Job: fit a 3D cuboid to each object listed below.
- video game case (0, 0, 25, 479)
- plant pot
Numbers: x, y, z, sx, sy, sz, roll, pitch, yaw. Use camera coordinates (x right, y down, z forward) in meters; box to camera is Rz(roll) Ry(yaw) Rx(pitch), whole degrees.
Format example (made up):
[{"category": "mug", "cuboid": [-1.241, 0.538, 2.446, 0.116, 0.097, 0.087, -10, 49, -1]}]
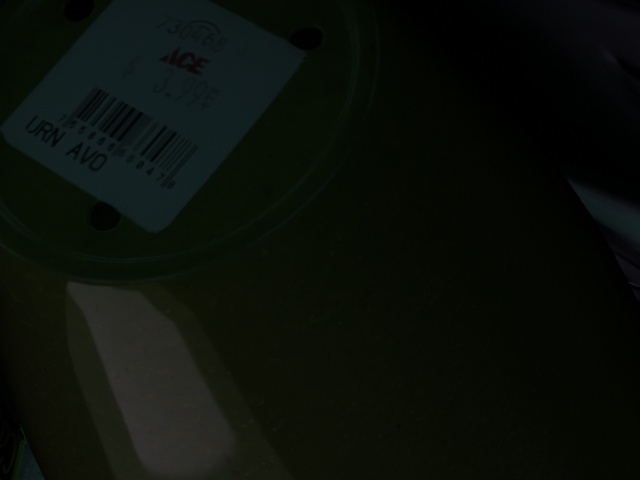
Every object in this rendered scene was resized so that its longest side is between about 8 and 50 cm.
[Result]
[{"category": "video game case", "cuboid": [-0.153, -0.003, 0.556, 0.061, 0.244, 0.269, 7, 161, 3]}, {"category": "plant pot", "cuboid": [-0.012, 0.022, 0.563, 0.275, 0.275, 0.293, 25, 162, 26]}]
